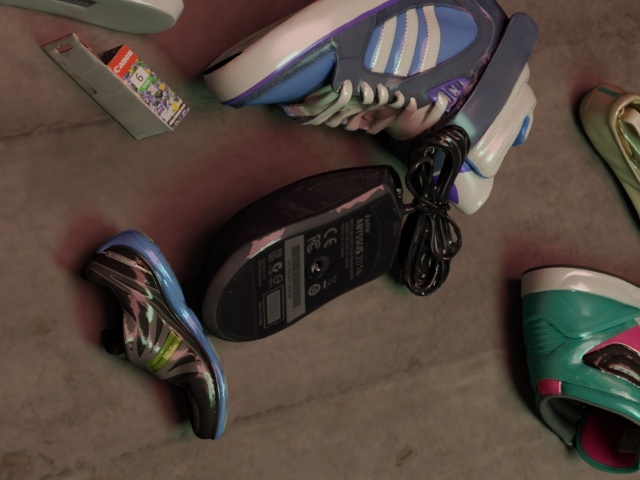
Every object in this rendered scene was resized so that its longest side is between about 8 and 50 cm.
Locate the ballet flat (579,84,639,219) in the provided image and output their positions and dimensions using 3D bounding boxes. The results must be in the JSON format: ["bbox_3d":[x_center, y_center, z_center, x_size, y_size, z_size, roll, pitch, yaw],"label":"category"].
[{"bbox_3d":[0.353,-0.057,1.735,0.248,0.086,0.086,49,60,-21],"label":"ballet flat"}]

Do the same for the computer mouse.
[{"bbox_3d":[0.000,0.000,1.470,0.272,0.072,0.188,-22,138,-28],"label":"computer mouse"}]

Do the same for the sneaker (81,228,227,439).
[{"bbox_3d":[-0.135,0.083,1.398,0.078,0.067,0.188,-31,105,-12],"label":"sneaker"}]

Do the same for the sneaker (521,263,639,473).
[{"bbox_3d":[0.318,0.141,1.658,0.295,0.124,0.178,15,71,-25],"label":"sneaker"}]

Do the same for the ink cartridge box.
[{"bbox_3d":[-0.167,-0.133,1.392,0.115,0.063,0.029,45,63,-22],"label":"ink cartridge box"}]

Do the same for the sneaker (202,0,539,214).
[{"bbox_3d":[0.069,-0.116,1.513,0.323,0.130,0.236,-32,99,-39],"label":"sneaker"}]

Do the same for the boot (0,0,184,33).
[{"bbox_3d":[-0.221,-0.255,1.364,0.258,0.095,0.123,13,71,-42],"label":"boot"}]
